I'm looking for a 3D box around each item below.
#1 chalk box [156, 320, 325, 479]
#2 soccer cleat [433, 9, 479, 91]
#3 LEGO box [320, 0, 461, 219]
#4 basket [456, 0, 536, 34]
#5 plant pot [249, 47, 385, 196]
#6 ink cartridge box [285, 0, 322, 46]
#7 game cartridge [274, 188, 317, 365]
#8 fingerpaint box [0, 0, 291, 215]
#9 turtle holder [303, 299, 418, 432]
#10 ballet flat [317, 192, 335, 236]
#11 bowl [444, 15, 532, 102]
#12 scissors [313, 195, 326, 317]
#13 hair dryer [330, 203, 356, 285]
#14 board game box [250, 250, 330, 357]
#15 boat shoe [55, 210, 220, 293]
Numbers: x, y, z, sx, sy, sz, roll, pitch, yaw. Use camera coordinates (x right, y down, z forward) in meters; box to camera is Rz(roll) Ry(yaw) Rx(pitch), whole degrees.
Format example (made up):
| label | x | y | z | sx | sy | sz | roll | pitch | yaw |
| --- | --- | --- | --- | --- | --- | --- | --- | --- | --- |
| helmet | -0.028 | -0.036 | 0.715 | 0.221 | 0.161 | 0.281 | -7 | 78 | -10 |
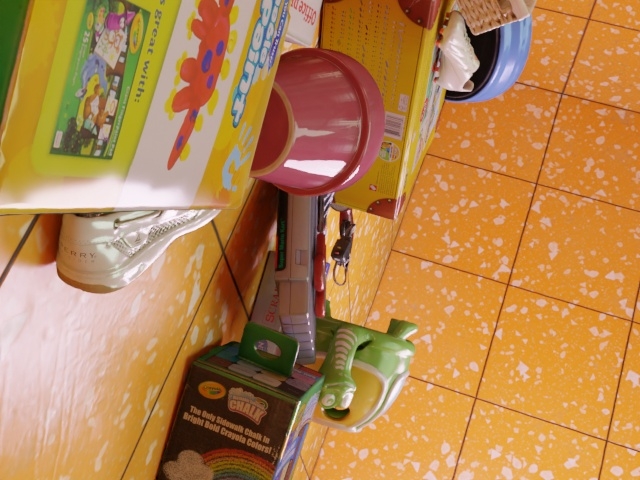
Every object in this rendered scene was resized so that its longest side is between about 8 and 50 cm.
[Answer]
| label | x | y | z | sx | sy | sz | roll | pitch | yaw |
| --- | --- | --- | --- | --- | --- | --- | --- | --- | --- |
| chalk box | -0.113 | 0.272 | 1.288 | 0.179 | 0.180 | 0.288 | -11 | 120 | -77 |
| soccer cleat | 0.245 | -0.332 | 1.436 | 0.196 | 0.076 | 0.068 | 79 | 30 | -65 |
| LEGO box | 0.140 | -0.354 | 1.589 | 0.500 | 0.193 | 0.372 | 95 | 16 | -45 |
| basket | 0.297 | -0.432 | 1.380 | 0.113 | 0.103 | 0.167 | 58 | 36 | -19 |
| plant pot | -0.041 | -0.153 | 1.064 | 0.180 | 0.201 | 0.201 | -16 | 123 | -59 |
| ink cartridge box | -0.050 | -0.364 | 0.846 | 0.207 | 0.117 | 0.282 | -24 | 129 | -76 |
| game cartridge | -0.037 | 0.004 | 1.366 | 0.230 | 0.068 | 0.355 | 76 | 13 | -61 |
| fingerpaint box | -0.125 | -0.251 | 0.537 | 0.371 | 0.163 | 0.444 | -14 | 120 | -76 |
| turtle holder | 0.062 | 0.241 | 1.531 | 0.320 | 0.243 | 0.227 | 4 | -102 | 69 |
| ballet flat | -0.019 | -0.053 | 1.611 | 0.074 | 0.074 | 0.203 | -58 | 168 | -53 |
| bowl | 0.286 | -0.483 | 1.755 | 0.077 | 0.391 | 0.391 | -24 | 142 | -26 |
| scissors | 0.000 | 0.000 | 1.418 | 0.297 | 0.021 | 0.109 | -89 | 175 | -47 |
| hair dryer | 0.045 | -0.061 | 1.836 | 0.223 | 0.080 | 0.293 | 92 | 9 | -73 |
| board game box | -0.078 | 0.184 | 1.644 | 0.318 | 0.066 | 0.318 | 11 | 96 | -79 |
| boat shoe | -0.160 | -0.059 | 0.815 | 0.277 | 0.098 | 0.096 | -57 | 161 | -51 |
